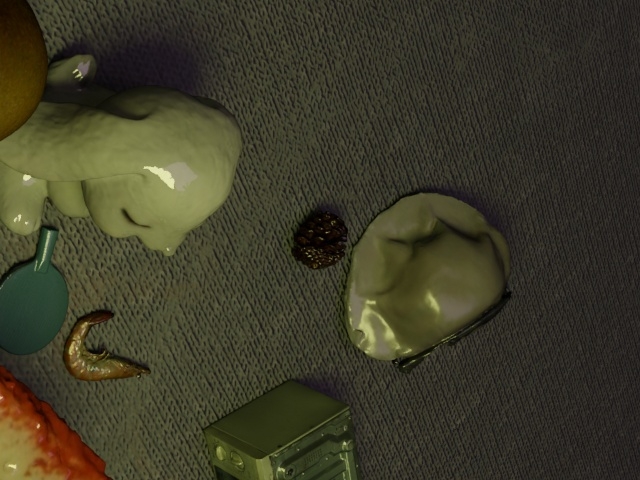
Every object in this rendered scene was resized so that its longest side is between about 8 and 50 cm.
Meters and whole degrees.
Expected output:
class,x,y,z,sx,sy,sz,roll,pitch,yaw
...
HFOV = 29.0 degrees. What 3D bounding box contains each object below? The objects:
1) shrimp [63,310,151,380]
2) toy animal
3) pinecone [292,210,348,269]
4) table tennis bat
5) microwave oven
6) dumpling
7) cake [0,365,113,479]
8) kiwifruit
class,x,y,z,sx,sy,sz,roll,pitch,yaw
shrimp,-0.257,0.136,1.528,0.127,0.025,0.091,22,85,-41
toy animal,-0.208,-0.094,1.347,0.272,0.265,0.205,-7,105,-39
pinecone,0.000,0.000,1.694,0.077,0.077,0.083,34,55,-42
table tennis bat,-0.334,0.059,1.442,0.100,0.019,0.155,11,95,-43
microwave oven,-0.033,0.343,1.709,0.194,0.145,0.240,-25,117,-32
dumpling,0.166,0.059,1.803,0.293,0.163,0.204,-28,124,-20
cake,-0.420,0.266,1.249,0.319,0.269,0.270,-49,130,-21
kiwifruit,-0.390,-0.173,1.212,0.234,0.196,0.195,-18,113,-34
